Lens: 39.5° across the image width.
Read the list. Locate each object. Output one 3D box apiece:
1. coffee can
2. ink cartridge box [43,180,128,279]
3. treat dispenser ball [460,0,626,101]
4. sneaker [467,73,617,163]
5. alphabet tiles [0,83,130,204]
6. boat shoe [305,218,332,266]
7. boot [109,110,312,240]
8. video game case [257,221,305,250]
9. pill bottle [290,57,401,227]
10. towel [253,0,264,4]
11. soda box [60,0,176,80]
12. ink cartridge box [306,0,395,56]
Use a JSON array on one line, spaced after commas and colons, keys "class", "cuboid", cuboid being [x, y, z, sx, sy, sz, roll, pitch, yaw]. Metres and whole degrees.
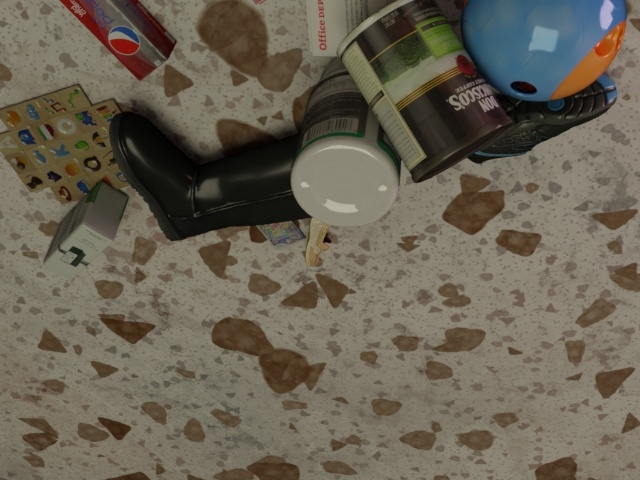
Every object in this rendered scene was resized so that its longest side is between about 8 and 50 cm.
[{"class": "coffee can", "cuboid": [0.182, -0.269, 1.582, 0.201, 0.201, 0.275, -34, 84, 32]}, {"class": "ink cartridge box", "cuboid": [-0.568, -0.022, 2.155, 0.087, 0.153, 0.208, 34, 131, -25]}, {"class": "treat dispenser ball", "cuboid": [0.395, -0.393, 1.592, 0.288, 0.288, 0.288, 5, 131, 5]}, {"class": "sneaker", "cuboid": [0.439, -0.255, 1.844, 0.341, 0.125, 0.139, -15, 154, 17]}, {"class": "alphabet tiles", "cuboid": [-0.587, -0.218, 2.089, 0.343, 0.011, 0.285, -13, 128, 19]}, {"class": "boat shoe", "cuboid": [0.000, 0.000, 2.148, 0.059, 0.063, 0.170, 13, 131, 6]}, {"class": "boot", "cuboid": [-0.190, -0.173, 1.971, 0.445, 0.146, 0.367, -8, 137, 19]}, {"class": "video game case", "cuboid": [-0.104, -0.033, 2.171, 0.087, 0.011, 0.122, -21, 124, 25]}, {"class": "pill bottle", "cuboid": [0.063, -0.211, 1.755, 0.204, 0.361, 0.204, 5, 131, 6]}, {"class": "towel", "cuboid": [-0.135, -0.562, 1.708, 0.144, 0.029, 0.197, -32, 116, 31]}, {"class": "soda box", "cuboid": [-0.419, -0.456, 1.806, 0.092, 0.083, 0.263, -28, 120, 28]}, {"class": "ink cartridge box", "cuboid": [0.097, -0.450, 1.716, 0.237, 0.100, 0.172, 1, 131, 7]}]
